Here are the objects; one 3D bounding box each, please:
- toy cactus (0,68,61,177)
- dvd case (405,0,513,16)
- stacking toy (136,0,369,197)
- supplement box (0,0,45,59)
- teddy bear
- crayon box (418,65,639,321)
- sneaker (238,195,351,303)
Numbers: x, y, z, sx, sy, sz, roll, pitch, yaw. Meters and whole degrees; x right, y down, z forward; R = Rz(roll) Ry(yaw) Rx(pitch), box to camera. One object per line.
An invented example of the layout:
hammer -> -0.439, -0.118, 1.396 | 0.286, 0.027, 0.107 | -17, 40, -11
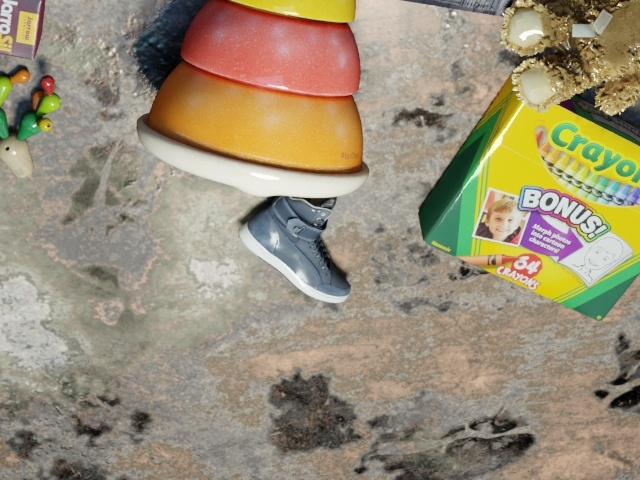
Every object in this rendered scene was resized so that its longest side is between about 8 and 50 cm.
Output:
toy cactus -> -0.495, -0.169, 2.026 | 0.219, 0.112, 0.180 | -20, 133, 0
dvd case -> 0.203, -0.409, 1.855 | 0.221, 0.018, 0.164 | 3, 127, -27
stacking toy -> -0.055, -0.322, 1.872 | 0.351, 0.350, 0.479 | 11, 104, -10
supplement box -> -0.505, -0.344, 1.908 | 0.188, 0.081, 0.104 | 10, 123, -10
teddy bear -> 0.434, -0.310, 1.948 | 0.338, 0.113, 0.245 | -32, 94, -1
crayon box -> 0.397, -0.068, 2.130 | 0.363, 0.106, 0.313 | 23, 120, -18
sneaker -> -0.001, 0.001, 2.166 | 0.226, 0.086, 0.163 | 36, 118, -22
